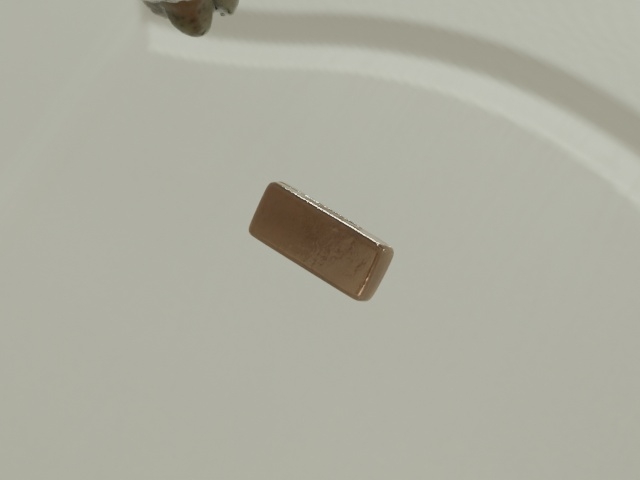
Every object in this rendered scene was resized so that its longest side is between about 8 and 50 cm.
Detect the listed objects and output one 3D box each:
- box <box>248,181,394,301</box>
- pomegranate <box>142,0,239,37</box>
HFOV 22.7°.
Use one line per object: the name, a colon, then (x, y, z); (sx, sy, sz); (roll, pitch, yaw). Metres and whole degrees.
box: (0.000, 0.000, 1.164); (0.115, 0.048, 0.025); (31, 14, 30)
pomegranate: (-0.086, -0.206, 0.874); (0.202, 0.202, 0.248); (28, -23, 22)
